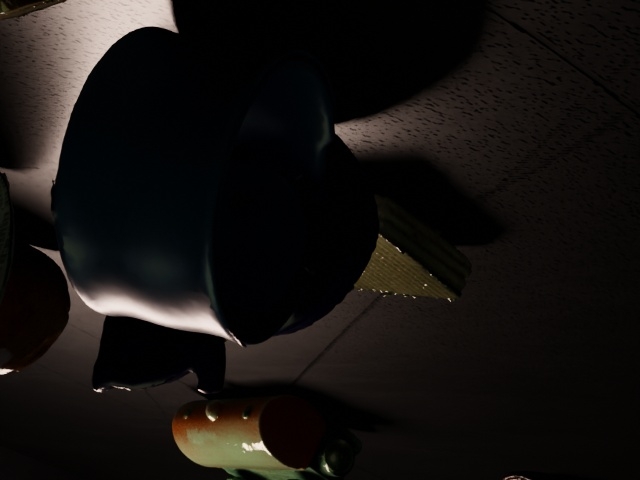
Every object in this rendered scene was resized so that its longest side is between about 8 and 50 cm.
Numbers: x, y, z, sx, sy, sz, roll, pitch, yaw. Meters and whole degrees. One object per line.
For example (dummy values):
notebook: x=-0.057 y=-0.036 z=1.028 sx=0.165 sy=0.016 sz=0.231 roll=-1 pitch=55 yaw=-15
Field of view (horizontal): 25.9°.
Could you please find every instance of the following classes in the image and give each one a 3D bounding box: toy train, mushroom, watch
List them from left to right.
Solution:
mushroom: x=-0.374 y=0.044 z=1.402 sx=0.227 sy=0.148 sz=0.217 roll=29 pitch=176 yaw=-15
watch: x=-0.068 y=-0.018 z=0.789 sx=0.171 sy=0.196 sz=0.200 roll=2 pitch=165 yaw=17
toy train: x=-0.074 y=0.254 z=1.739 sx=0.177 sy=0.116 sz=0.285 roll=39 pitch=156 yaw=-21

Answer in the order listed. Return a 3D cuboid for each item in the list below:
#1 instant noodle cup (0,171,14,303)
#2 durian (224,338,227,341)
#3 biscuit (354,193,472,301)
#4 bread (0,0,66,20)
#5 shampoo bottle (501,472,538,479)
instant noodle cup: x=-0.399 y=-0.002 z=1.130 sx=0.255 sy=0.244 sz=0.244 roll=6 pitch=160 yaw=14
durian: x=-0.139 y=0.052 z=1.284 sx=0.215 sy=0.086 sz=0.100 roll=1 pitch=122 yaw=34
biscuit: x=0.000 y=0.000 z=1.013 sx=0.199 sy=0.041 sz=0.121 roll=4 pitch=160 yaw=41
bread: x=-0.158 y=-0.140 z=0.718 sx=0.109 sy=0.062 sz=0.043 roll=25 pitch=160 yaw=-31
shampoo bottle: x=0.362 y=0.375 z=1.700 sx=0.323 sy=0.084 sz=0.129 roll=24 pitch=164 yaw=-19
